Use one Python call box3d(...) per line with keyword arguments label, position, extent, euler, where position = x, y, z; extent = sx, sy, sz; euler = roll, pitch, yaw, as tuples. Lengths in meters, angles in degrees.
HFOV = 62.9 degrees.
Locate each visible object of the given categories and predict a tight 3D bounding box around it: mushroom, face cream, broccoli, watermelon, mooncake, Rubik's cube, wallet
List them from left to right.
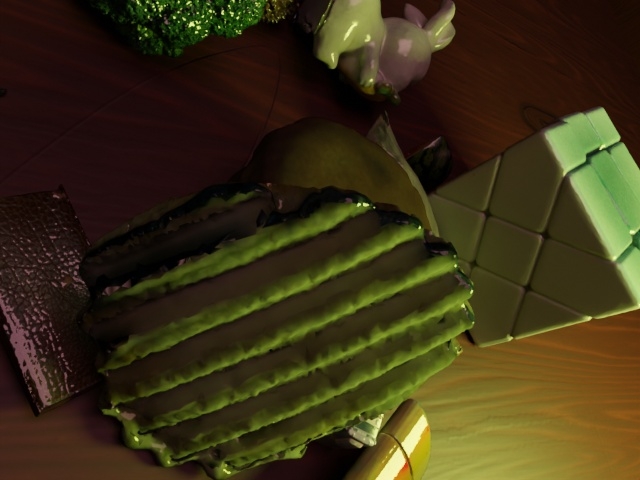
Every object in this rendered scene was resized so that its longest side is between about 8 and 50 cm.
box3d(label="wallet", position=(-0.307, 0.058, 0.592), extent=(0.132, 0.039, 0.243), euler=(-24, 83, -48))
box3d(label="broccoli", position=(-0.224, -0.416, 0.782), extent=(0.294, 0.265, 0.245), euler=(3, 26, 3))
box3d(label="mooncake", position=(0.001, -0.001, 0.757), extent=(0.323, 0.187, 0.324), euler=(17, 60, -32))
box3d(label="face cream", position=(0.059, 0.348, 0.684), extent=(0.285, 0.067, 0.140), euler=(-37, 128, -42))
box3d(label="mushroom", position=(0.144, -0.059, 0.948), extent=(0.109, 0.097, 0.352), euler=(-16, 80, -14))
box3d(label="watermelon", position=(0.207, -0.154, 1.080), extent=(0.135, 0.125, 0.094), euler=(46, 8, -47))
box3d(label="Rubik's cube", position=(0.419, -0.026, 0.998), extent=(0.315, 0.318, 0.322), euler=(-25, 86, -43))

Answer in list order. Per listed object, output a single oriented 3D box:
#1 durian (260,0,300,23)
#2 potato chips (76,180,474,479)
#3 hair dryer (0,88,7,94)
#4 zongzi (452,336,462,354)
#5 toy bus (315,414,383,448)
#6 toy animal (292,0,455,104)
box3d(label="durian", position=(-0.119, -0.475, 0.934), extent=(0.195, 0.167, 0.196), euler=(2, 57, -2))
box3d(label="potato chips", position=(-0.043, 0.098, 0.571), extent=(0.070, 0.428, 0.359), euler=(-109, 176, -65))
box3d(label="hair dryer", position=(-0.437, -0.162, 0.608), extent=(0.071, 0.047, 0.150), euler=(58, 37, -1))
box3d(label="zongzi", position=(0.201, 0.182, 0.923), extent=(0.083, 0.040, 0.076), euler=(-22, 75, -24))
box3d(label="toy bus", position=(0.033, 0.251, 0.710), extent=(0.052, 0.102, 0.058), euler=(34, 54, -19))
box3d(label="toy animal", position=(0.111, -0.403, 1.032), extent=(0.309, 0.182, 0.248), euler=(15, 93, -28))
